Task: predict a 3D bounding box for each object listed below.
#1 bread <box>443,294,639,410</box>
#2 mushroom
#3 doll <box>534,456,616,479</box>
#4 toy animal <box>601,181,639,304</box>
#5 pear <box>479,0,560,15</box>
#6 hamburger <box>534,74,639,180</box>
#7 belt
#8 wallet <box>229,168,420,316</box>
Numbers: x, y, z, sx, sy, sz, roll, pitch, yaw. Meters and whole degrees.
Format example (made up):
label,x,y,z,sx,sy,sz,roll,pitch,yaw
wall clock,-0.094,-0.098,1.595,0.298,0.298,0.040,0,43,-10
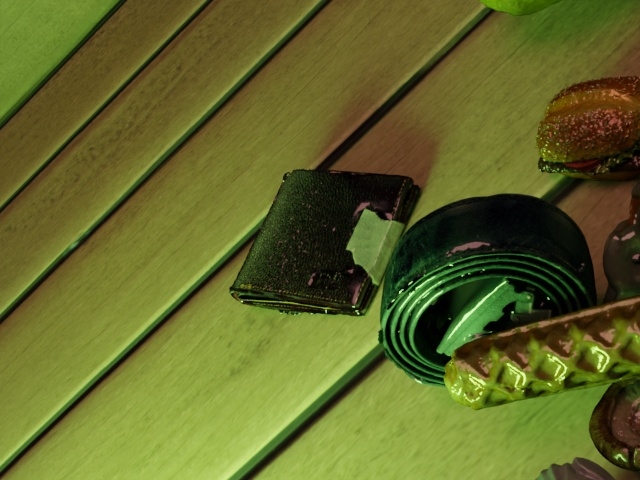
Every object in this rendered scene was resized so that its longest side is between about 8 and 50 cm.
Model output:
label,x,y,z,sx,sy,sz,roll,pitch,yaw
bread,0.287,0.096,0.992,0.367,0.084,0.077,-19,68,28
mushroom,0.312,0.171,0.980,0.123,0.052,0.123,-26,31,18
doll,0.257,0.250,0.955,0.180,0.079,0.094,4,83,36
toy animal,0.351,0.000,1.061,0.236,0.108,0.138,-51,34,-2
pear,0.320,-0.517,1.413,0.352,0.352,0.413,20,80,55
hamburger,0.330,-0.141,1.245,0.166,0.087,0.137,2,58,50
belt,0.169,0.061,1.121,0.267,0.206,0.116,-41,29,39
wallet,0.000,0.000,1.508,0.262,0.071,0.221,4,59,43
